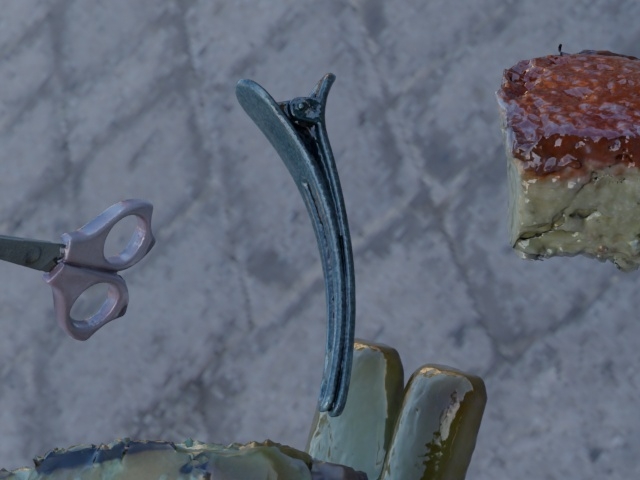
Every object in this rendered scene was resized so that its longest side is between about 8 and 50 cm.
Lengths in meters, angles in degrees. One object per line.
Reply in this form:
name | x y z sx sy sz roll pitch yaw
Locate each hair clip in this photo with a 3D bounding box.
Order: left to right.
hair clip | 0.000 0.000 1.010 0.039 0.070 0.229 141 119 -63

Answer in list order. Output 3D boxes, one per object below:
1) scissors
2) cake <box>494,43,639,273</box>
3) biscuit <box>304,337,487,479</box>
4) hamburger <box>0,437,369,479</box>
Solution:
scissors | -0.164 0.010 0.924 0.015 0.189 0.100 31 97 30
cake | 0.191 -0.041 0.760 0.221 0.086 0.116 0 35 -4
biscuit | 0.042 0.238 1.384 0.237 0.062 0.290 17 90 63
hamburger | -0.096 0.278 1.098 0.318 0.195 0.276 -17 76 33
